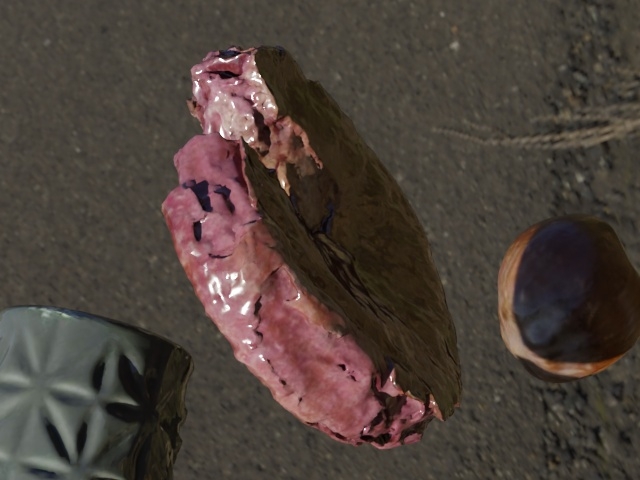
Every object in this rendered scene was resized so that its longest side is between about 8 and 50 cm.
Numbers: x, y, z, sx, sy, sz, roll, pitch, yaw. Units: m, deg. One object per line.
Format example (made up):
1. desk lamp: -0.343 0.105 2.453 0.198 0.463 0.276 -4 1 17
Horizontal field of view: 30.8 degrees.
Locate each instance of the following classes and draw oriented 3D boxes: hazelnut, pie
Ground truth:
1. hazelnut: 0.220 0.054 1.050 0.143 0.154 0.143 -15 41 14
2. pie: 0.000 0.000 0.560 0.054 0.204 0.218 -32 41 18

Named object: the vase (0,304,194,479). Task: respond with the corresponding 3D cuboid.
1. vase: -0.133 0.190 0.554 0.156 0.251 0.300 152 133 -64
